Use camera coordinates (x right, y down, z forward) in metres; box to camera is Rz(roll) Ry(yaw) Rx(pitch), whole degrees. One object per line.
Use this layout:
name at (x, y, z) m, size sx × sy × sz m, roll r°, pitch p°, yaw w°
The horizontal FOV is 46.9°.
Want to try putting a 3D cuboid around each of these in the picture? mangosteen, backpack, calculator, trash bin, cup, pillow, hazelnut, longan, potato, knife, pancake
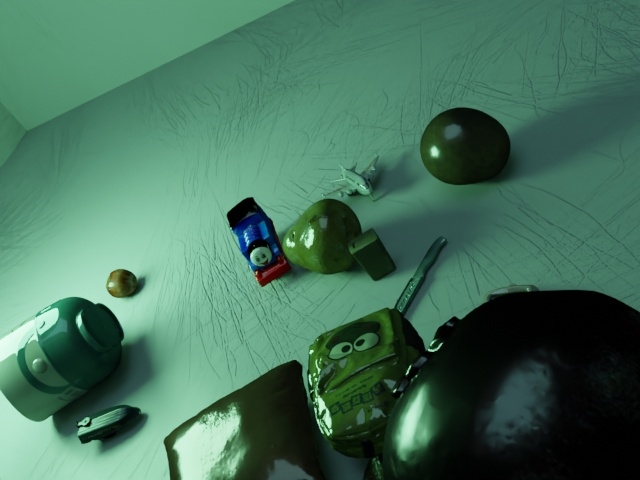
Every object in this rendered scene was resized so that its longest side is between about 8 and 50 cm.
mangosteen at (0.285, 0.265, 0.834) m, size 0.435 × 0.382 × 0.382 m, roll 38°, pitch 74°, yaw 16°
backpack at (0.082, 0.236, 1.188) m, size 0.207 × 0.140 × 0.253 m, roll -26°, pitch 30°, yaw 12°
calculator at (0.308, 0.137, 1.210) m, size 0.100 × 0.032 × 0.175 m, roll -12°, pitch 40°, yaw 31°
trash bin at (0.103, 0.030, 1.466) m, size 0.061 × 0.092 × 0.043 m, roll -31°, pitch 35°, yaw 8°
cup at (-0.601, 0.261, 1.729) m, size 0.258 × 0.219 × 0.289 m, roll -33°, pitch 2°, yaw 4°
pillow at (-0.139, 0.375, 1.246) m, size 0.305 × 0.108 × 0.308 m, roll -32°, pitch 30°, yaw 7°
hazelnut at (-0.522, 0.115, 1.940) m, size 0.086 × 0.086 × 0.086 m, roll -23°, pitch 36°, yaw 18°
longan at (0.296, -0.193, 1.517) m, size 0.187 × 0.167 × 0.167 m, roll 19°, pitch 59°, yaw 26°
potato at (0.000, 0.000, 1.550) m, size 0.194 × 0.157 × 0.157 m, roll -20°, pitch 35°, yaw 43°
knife at (0.188, 0.070, 1.413) m, size 0.028 × 0.015 × 0.210 m, roll 11°, pitch 56°, yaw 41°
pancake at (0.099, 0.356, 1.120) m, size 0.108 × 0.017 × 0.108 m, roll -41°, pitch 28°, yaw 28°

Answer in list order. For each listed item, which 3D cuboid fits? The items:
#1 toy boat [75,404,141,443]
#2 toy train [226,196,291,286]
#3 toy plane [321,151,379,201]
toy boat at (-0.442, 0.382, 1.558) m, size 0.141 × 0.060 × 0.055 m, roll -23°, pitch 35°, yaw 7°
toy train at (-0.141, 0.003, 1.680) m, size 0.083 × 0.131 × 0.204 m, roll -32°, pitch 34°, yaw 5°
toy plane at (0.084, -0.137, 1.710) m, size 0.162 × 0.065 × 0.171 m, roll -37°, pitch 36°, yaw -3°
